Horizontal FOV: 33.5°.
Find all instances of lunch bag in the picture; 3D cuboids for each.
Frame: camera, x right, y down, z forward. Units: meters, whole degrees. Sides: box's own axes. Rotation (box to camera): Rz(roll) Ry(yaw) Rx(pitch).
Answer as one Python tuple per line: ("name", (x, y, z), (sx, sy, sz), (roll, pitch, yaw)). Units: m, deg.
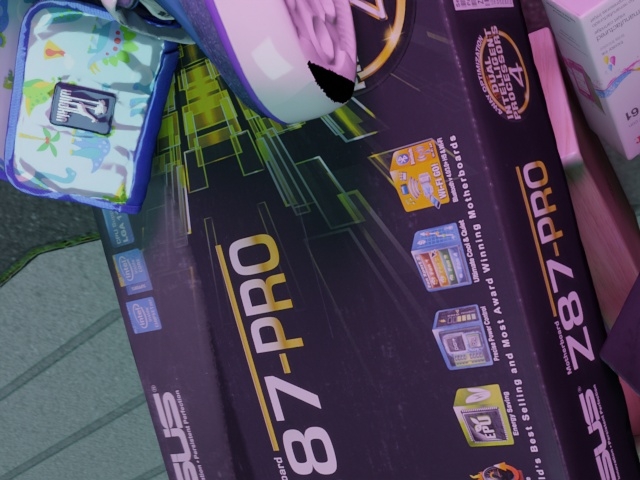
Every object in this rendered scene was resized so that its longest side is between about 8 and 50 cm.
("lunch bag", (-0.163, -0.099, 0.659), (0.151, 0.096, 0.128), (24, 116, 16))

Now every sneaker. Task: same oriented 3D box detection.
("sneaker", (-0.138, -0.163, 0.559), (0.236, 0.322, 0.130), (-27, 168, 19))

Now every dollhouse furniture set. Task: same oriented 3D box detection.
("dollhouse furniture set", (0.069, 0.047, 0.753), (0.303, 0.286, 0.198), (-21, 130, 21))

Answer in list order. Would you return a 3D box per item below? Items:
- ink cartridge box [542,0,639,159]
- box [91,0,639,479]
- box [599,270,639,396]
("ink cartridge box", (0.201, -0.125, 0.664), (0.088, 0.052, 0.122), (-34, 131, 0))
("box", (0.000, 0.000, 0.669), (0.318, 0.097, 0.394), (-12, 93, 42))
("box", (0.276, -0.011, 0.497), (0.143, 0.165, 0.270), (18, 105, -16))
